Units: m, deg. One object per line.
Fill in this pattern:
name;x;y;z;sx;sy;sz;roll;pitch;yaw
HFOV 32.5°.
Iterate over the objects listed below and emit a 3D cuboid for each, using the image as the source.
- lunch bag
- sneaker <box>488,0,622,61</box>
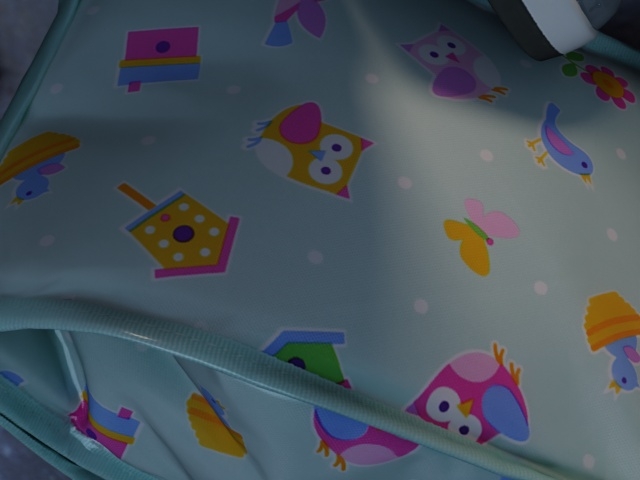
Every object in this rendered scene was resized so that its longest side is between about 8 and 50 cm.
lunch bag;0.000;0.000;0.428;0.262;0.223;0.160;22;145;-11
sneaker;0.095;-0.220;0.346;0.178;0.124;0.295;-17;106;19
